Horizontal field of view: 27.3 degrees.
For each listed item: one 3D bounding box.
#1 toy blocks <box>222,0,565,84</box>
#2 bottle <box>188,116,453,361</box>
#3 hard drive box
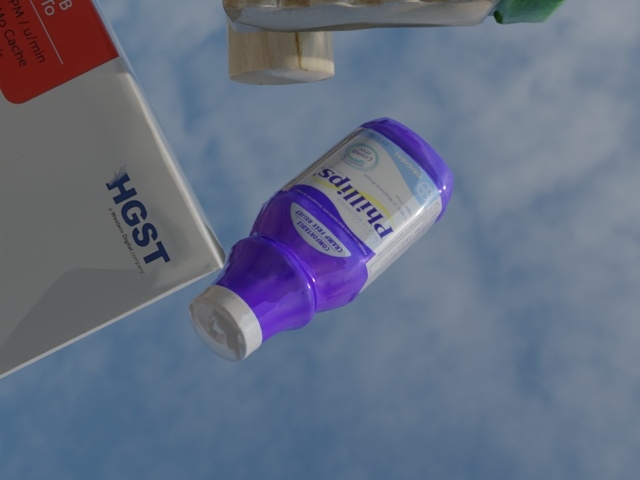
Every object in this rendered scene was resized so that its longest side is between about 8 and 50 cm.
[{"bbox_3d":[0.092,-0.199,0.388,0.288,0.309,0.260,-2,-92,0],"label":"toy blocks"},{"bbox_3d":[0.000,0.000,1.174,0.118,0.092,0.283,43,-126,10],"label":"bottle"},{"bbox_3d":[-0.180,-0.020,0.528,0.232,0.181,0.089,-27,-177,-3],"label":"hard drive box"}]
